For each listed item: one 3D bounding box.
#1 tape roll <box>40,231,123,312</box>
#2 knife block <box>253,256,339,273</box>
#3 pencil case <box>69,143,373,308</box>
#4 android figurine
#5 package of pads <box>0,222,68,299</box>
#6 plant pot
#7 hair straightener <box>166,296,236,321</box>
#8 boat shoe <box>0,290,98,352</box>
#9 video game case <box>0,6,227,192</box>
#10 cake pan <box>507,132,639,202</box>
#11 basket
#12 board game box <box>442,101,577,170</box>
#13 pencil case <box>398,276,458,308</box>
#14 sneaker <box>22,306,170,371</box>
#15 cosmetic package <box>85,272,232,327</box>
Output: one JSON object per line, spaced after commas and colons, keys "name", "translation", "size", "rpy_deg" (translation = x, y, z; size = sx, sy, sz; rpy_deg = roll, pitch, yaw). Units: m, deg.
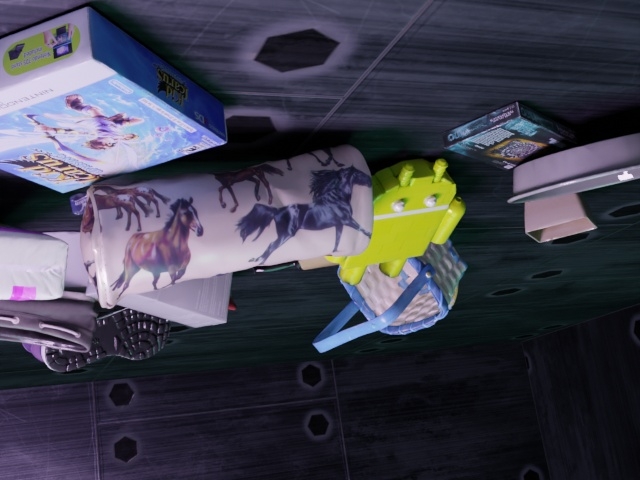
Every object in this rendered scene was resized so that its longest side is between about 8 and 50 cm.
{"name": "tape roll", "translation": [-0.479, 0.073, 1.489], "size": [0.286, 0.100, 0.286], "rpy_deg": [-8, 165, -2]}
{"name": "knife block", "translation": [0.000, 0.000, 1.507], "size": [0.275, 0.088, 0.242], "rpy_deg": [5, 160, -42]}
{"name": "pencil case", "translation": [-0.118, -0.025, 1.120], "size": [0.410, 0.160, 0.183], "rpy_deg": [-12, -177, -22]}
{"name": "android figurine", "translation": [0.123, -0.031, 1.347], "size": [0.248, 0.056, 0.273], "rpy_deg": [-8, 142, -29]}
{"name": "package of pads", "translation": [-0.533, 0.016, 1.123], "size": [0.229, 0.101, 0.296], "rpy_deg": [10, -177, 44]}
{"name": "plant pot", "translation": [0.426, -0.063, 1.491], "size": [0.109, 0.096, 0.109], "rpy_deg": [-16, 164, 25]}
{"name": "hair straightener", "translation": [-0.263, 0.128, 1.542], "size": [0.089, 0.047, 0.230], "rpy_deg": [-48, 147, 20]}
{"name": "boat shoe", "translation": [-0.513, 0.127, 1.297], "size": [0.335, 0.096, 0.112], "rpy_deg": [5, 162, -34]}
{"name": "video game case", "translation": [-0.273, -0.138, 0.911], "size": [0.244, 0.061, 0.269], "rpy_deg": [-13, 164, 19]}
{"name": "cake pan", "translation": [0.433, -0.115, 1.288], "size": [0.293, 0.054, 0.293], "rpy_deg": [-12, 177, -1]}
{"name": "basket", "translation": [0.130, 0.103, 1.628], "size": [0.254, 0.201, 0.289], "rpy_deg": [-28, -164, 50]}
{"name": "board game box", "translation": [0.284, -0.151, 1.228], "size": [0.126, 0.026, 0.186], "rpy_deg": [-21, 160, 37]}
{"name": "pencil case", "translation": [0.227, 0.101, 1.930], "size": [0.113, 0.124, 0.273], "rpy_deg": [-16, 162, 27]}
{"name": "sneaker", "translation": [-0.414, 0.162, 1.532], "size": [0.124, 0.107, 0.283], "rpy_deg": [15, -170, 39]}
{"name": "cosmetic package", "translation": [-0.270, 0.062, 1.419], "size": [0.238, 0.127, 0.107], "rpy_deg": [24, 153, -39]}
